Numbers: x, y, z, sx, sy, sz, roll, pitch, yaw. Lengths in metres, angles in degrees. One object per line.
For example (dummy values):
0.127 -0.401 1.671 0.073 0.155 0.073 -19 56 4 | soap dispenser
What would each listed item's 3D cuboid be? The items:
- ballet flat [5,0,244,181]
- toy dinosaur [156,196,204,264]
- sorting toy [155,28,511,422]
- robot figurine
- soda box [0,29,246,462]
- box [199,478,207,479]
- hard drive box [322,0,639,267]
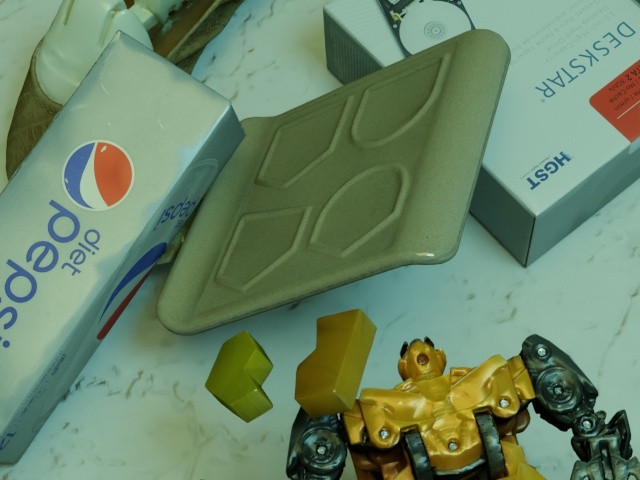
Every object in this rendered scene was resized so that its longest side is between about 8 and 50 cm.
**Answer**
-0.127 -0.179 1.065 0.116 0.124 0.342 35 70 17 | ballet flat
-0.071 0.002 1.014 0.183 0.053 0.092 -2 62 1 | toy dinosaur
0.000 0.000 0.913 0.229 0.041 0.307 -16 39 35 | sorting toy
0.091 0.193 0.786 0.211 0.085 0.291 -13 63 -6 | robot figurine
-0.171 0.008 0.952 0.098 0.091 0.286 33 83 8 | soda box
0.038 0.264 0.856 0.261 0.103 0.184 8 62 6 | box
0.144 -0.127 1.049 0.181 0.089 0.232 -38 69 -14 | hard drive box
